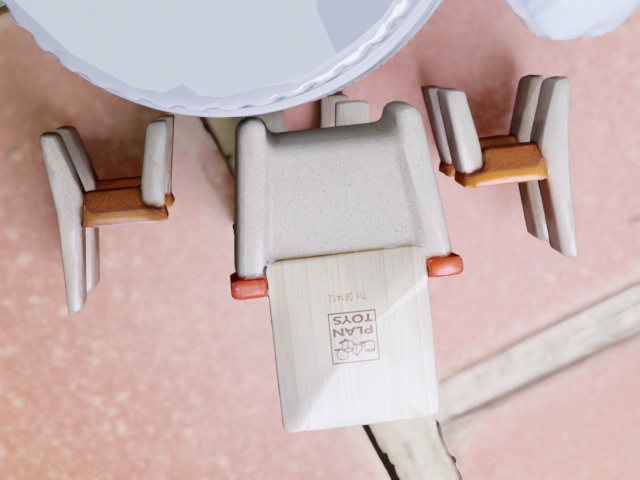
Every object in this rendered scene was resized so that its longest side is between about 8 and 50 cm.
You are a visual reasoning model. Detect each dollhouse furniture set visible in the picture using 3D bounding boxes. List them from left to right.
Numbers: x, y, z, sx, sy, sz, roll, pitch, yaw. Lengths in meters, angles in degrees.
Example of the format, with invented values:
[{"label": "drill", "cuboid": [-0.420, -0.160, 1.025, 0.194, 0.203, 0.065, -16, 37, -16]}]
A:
[{"label": "dollhouse furniture set", "cuboid": [0.000, 0.000, 0.892, 0.262, 0.259, 0.135, -6, 96, -3]}]

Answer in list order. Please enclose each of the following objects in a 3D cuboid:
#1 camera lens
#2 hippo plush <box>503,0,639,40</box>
[{"label": "camera lens", "cuboid": [-0.033, -0.176, 0.820, 0.219, 0.274, 0.219, 1, 103, 5]}, {"label": "hippo plush", "cuboid": [0.243, -0.210, 0.887, 0.236, 0.294, 0.234, 12, 73, -28]}]
